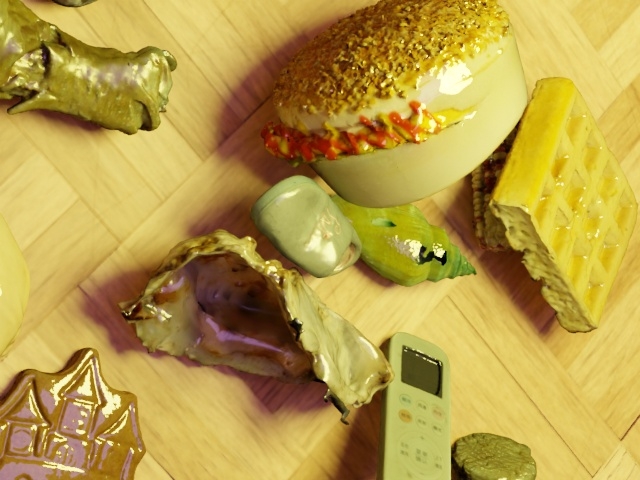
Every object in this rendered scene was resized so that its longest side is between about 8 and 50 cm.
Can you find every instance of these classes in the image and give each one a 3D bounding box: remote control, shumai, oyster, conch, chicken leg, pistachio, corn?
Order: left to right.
[{"bbox_3d":[-0.360,0.032,1.255,0.145,0.117,0.200,-21,97,-23],"label":"pistachio"},{"bbox_3d":[-0.317,-0.195,1.274,0.429,0.153,0.201,16,109,-35],"label":"chicken leg"},{"bbox_3d":[-0.044,0.095,1.388,0.337,0.198,0.133,36,58,-31],"label":"oyster"},{"bbox_3d":[0.092,0.000,1.535,0.201,0.079,0.095,37,53,-14],"label":"conch"},{"bbox_3d":[0.105,0.234,1.462,0.090,0.038,0.309,23,44,-16],"label":"remote control"},{"bbox_3d":[0.205,0.294,1.569,0.099,0.124,0.087,3,109,-3],"label":"shumai"},{"bbox_3d":[0.220,-0.103,1.607,0.079,0.079,0.237,-3,86,-29],"label":"corn"}]

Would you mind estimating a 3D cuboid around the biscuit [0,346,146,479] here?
[{"bbox_3d":[-0.265,0.216,1.347,0.182,0.034,0.215,17,80,-28],"label":"biscuit"}]

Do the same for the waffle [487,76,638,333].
[{"bbox_3d":[0.306,-0.043,1.596,0.248,0.055,0.221,53,49,-34],"label":"waffle"}]

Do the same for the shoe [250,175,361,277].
[{"bbox_3d":[0.000,0.000,1.403,0.079,0.078,0.195,-41,150,4],"label":"shoe"}]

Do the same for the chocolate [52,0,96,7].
[{"bbox_3d":[-0.226,-0.304,1.368,0.167,0.072,0.072,-44,108,-22],"label":"chocolate"}]

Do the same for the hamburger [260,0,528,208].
[{"bbox_3d":[0.085,-0.170,1.419,0.294,0.276,0.179,-52,124,-38],"label":"hamburger"}]
